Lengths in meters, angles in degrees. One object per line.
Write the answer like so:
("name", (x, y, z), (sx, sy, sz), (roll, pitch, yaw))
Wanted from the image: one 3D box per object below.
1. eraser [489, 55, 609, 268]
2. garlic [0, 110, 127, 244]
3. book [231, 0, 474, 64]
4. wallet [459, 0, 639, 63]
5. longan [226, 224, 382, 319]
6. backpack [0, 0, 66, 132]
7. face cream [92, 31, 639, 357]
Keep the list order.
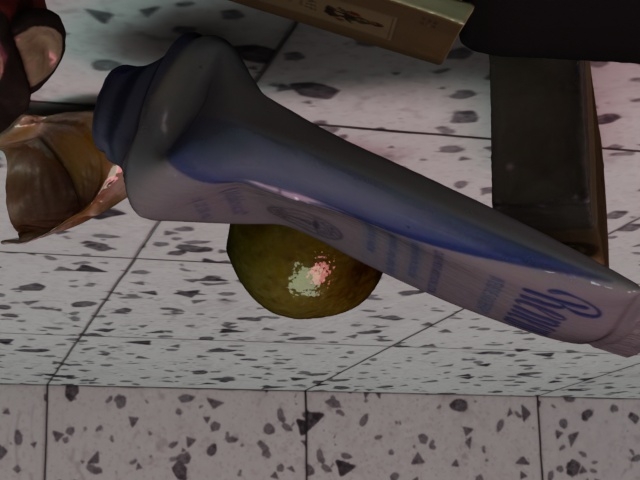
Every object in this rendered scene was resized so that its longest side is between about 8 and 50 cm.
("eraser", (0.185, -0.047, 1.070), (0.078, 0.144, 0.343), (-3, 166, 13))
("garlic", (-0.206, -0.054, 1.119), (0.124, 0.099, 0.174), (-7, 173, -45))
("book", (-0.017, -0.144, 0.766), (0.199, 0.016, 0.138), (17, 178, 0))
("wallet", (0.147, -0.134, 0.720), (0.149, 0.044, 0.250), (6, 177, 7))
("longan", (0.000, 0.000, 1.229), (0.176, 0.145, 0.155), (0, -179, 16))
("backpack", (-0.271, -0.112, 0.819), (0.229, 0.138, 0.229), (-19, 165, -5))
("face cream", (0.039, -0.021, 0.935), (0.420, 0.137, 0.235), (23, 169, 7))
